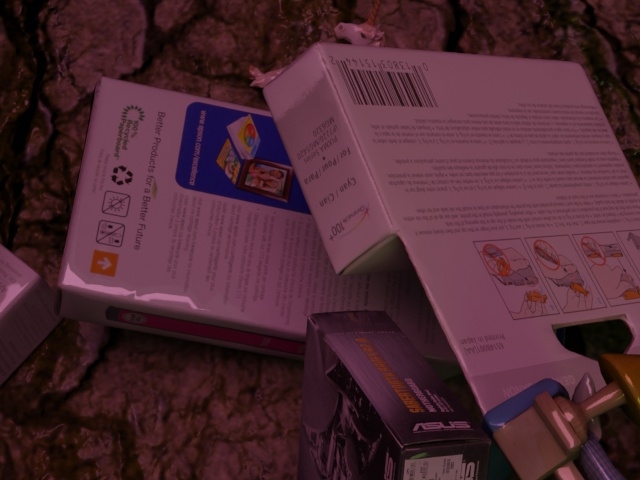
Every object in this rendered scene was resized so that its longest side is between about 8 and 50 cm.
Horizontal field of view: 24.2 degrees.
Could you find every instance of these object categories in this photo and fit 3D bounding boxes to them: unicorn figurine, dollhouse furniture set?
[{"bbox_3d":[-0.004,-0.119,1.211,0.111,0.060,0.162,1,79,5],"label":"unicorn figurine"},{"bbox_3d":[0.250,0.210,0.877,0.198,0.303,0.286,-29,64,-8],"label":"dollhouse furniture set"}]

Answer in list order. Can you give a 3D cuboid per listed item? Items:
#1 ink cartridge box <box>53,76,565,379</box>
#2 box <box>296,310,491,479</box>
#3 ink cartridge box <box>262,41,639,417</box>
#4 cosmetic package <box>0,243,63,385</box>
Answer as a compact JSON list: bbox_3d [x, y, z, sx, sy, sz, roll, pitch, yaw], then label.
[{"bbox_3d":[0.000,0.000,1.110,0.371,0.069,0.175,10,63,-7],"label":"ink cartridge box"},{"bbox_3d":[0.035,0.182,0.917,0.056,0.231,0.183,-3,22,-18],"label":"box"},{"bbox_3d":[0.126,-0.004,1.003,0.296,0.066,0.261,-3,64,-46],"label":"ink cartridge box"},{"bbox_3d":[-0.314,0.093,1.111,0.117,0.085,0.231,35,73,21],"label":"cosmetic package"}]
